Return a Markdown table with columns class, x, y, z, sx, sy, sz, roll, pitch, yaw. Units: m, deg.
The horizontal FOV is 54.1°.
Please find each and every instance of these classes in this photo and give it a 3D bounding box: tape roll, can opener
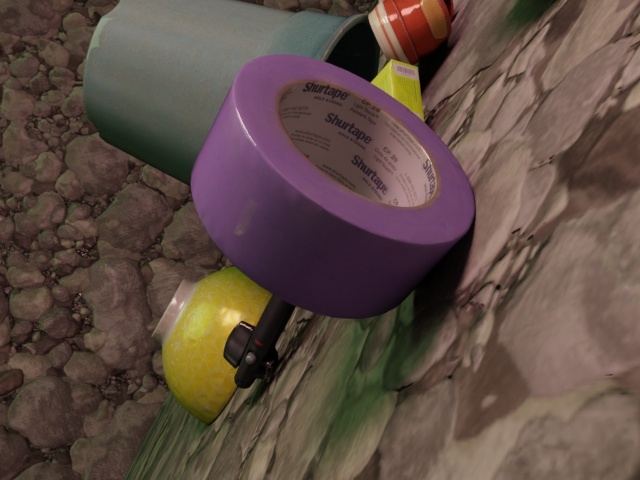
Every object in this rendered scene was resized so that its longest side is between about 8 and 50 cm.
| class | x | y | z | sx | sy | sz | roll | pitch | yaw |
| --- | --- | --- | --- | --- | --- | --- | --- | --- | --- |
| tape roll | 0.010 | -0.043 | 0.448 | 0.080 | 0.189 | 0.189 | -55 | 11 | 37 |
| can opener | -0.066 | 0.111 | 0.748 | 0.186 | 0.073 | 0.059 | -58 | 2 | 38 |

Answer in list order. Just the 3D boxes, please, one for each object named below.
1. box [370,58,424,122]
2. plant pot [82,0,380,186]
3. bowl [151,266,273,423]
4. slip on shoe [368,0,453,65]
| class | x | y | z | sx | sy | sz | roll | pitch | yaw |
| --- | --- | --- | --- | --- | --- | --- | --- | --- | --- |
| box | 0.054 | -0.112 | 0.730 | 0.178 | 0.042 | 0.109 | 141 | 132 | -56 |
| plant pot | -0.131 | -0.206 | 0.918 | 0.341 | 0.334 | 0.341 | -60 | -15 | -28 |
| bowl | -0.198 | 0.152 | 1.096 | 0.289 | 0.156 | 0.289 | -59 | 9 | 15 |
| slip on shoe | 0.143 | -0.328 | 0.904 | 0.101 | 0.123 | 0.331 | -23 | 20 | 21 |
